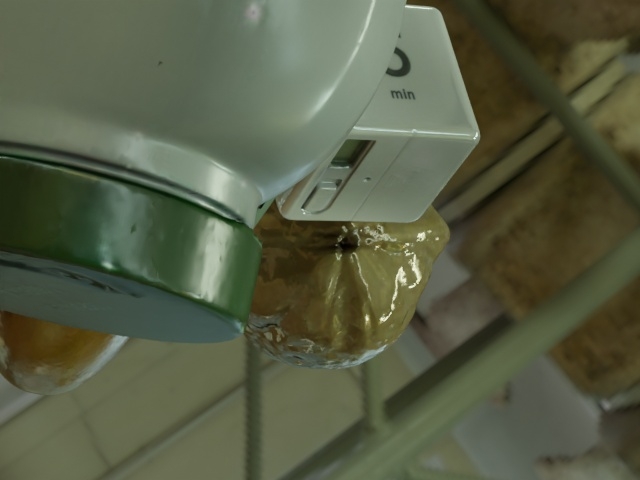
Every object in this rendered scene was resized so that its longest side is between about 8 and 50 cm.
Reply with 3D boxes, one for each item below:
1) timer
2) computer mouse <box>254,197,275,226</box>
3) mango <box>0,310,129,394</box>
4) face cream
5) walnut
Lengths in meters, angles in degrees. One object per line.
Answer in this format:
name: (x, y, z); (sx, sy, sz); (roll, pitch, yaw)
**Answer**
timer: (0.048, -0.150, 1.981); (0.192, 0.194, 0.195); (125, -41, -49)
computer mouse: (-0.102, -0.072, 1.216); (0.159, 0.288, 0.097); (35, 14, -10)
mango: (-0.206, 0.033, 1.421); (0.139, 0.175, 0.254); (34, -64, 13)
face cream: (-0.108, -0.138, 0.938); (0.313, 0.357, 0.219); (7, -14, 21)
walnut: (0.000, 0.000, 2.302); (0.381, 0.381, 0.381); (46, -22, 24)
